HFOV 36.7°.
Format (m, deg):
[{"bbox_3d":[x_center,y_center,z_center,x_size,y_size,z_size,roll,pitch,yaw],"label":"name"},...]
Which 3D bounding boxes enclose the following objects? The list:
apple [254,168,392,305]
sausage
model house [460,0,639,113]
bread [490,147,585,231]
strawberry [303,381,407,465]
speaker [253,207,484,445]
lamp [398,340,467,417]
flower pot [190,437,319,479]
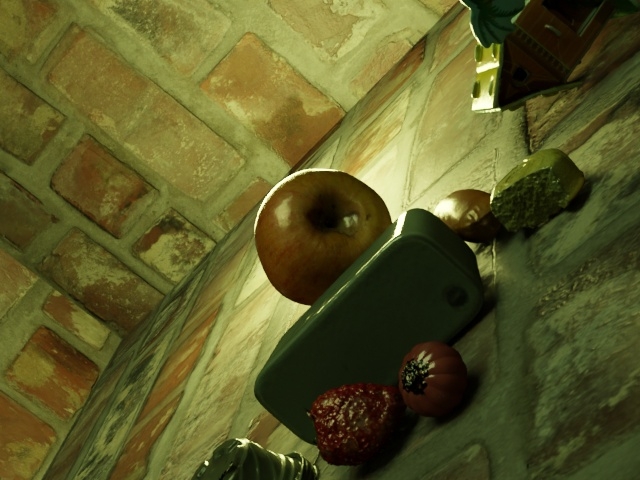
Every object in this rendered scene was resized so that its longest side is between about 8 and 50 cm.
[{"bbox_3d":[0.000,0.000,2.013,0.299,0.299,0.275,-59,4,-34],"label":"apple"},{"bbox_3d":[0.260,-0.045,1.677,0.098,0.098,0.238,-50,7,1],"label":"sausage"},{"bbox_3d":[0.354,-0.413,1.864,0.323,0.340,0.300,-55,12,-1],"label":"model house"},{"bbox_3d":[0.347,-0.086,1.525,0.156,0.086,0.125,-35,15,45],"label":"bread"},{"bbox_3d":[0.053,0.269,1.438,0.148,0.131,0.131,-50,10,39],"label":"strawberry"},{"bbox_3d":[0.082,0.136,1.591,0.406,0.183,0.184,-46,8,20],"label":"speaker"},{"bbox_3d":[0.157,0.194,1.354,0.107,0.092,0.107,-20,64,50],"label":"lamp"},{"bbox_3d":[-0.130,0.418,1.578,0.235,0.140,0.235,-44,16,15],"label":"flower pot"}]
